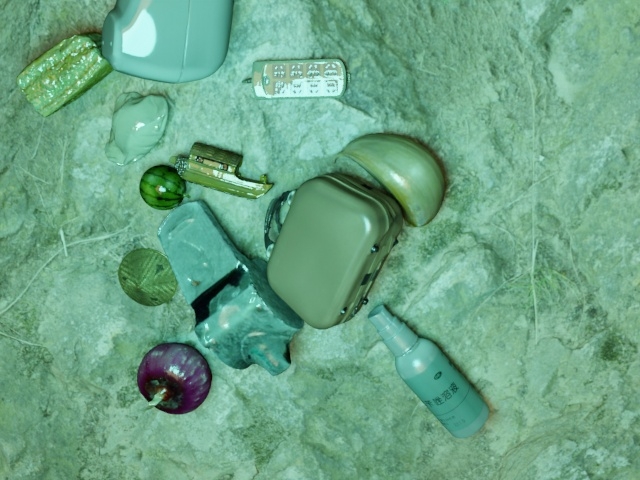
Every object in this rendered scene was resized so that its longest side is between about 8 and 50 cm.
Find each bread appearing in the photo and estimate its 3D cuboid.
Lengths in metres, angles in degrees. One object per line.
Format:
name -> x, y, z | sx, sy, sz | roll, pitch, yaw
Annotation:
bread -> -0.507, -0.348, 1.237 | 0.196, 0.138, 0.102 | -31, 112, 13

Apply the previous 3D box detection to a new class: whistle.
whistle -> -0.202, 0.107, 1.313 | 0.168, 0.188, 0.405 | -38, 102, 15

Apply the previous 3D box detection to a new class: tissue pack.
tissue pack -> -0.270, -0.461, 1.124 | 0.236, 0.229, 0.333 | -1, 107, -26

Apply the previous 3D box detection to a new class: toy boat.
toy boat -> -0.209, -0.150, 1.304 | 0.226, 0.068, 0.088 | 16, 100, 1

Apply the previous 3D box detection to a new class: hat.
hat -> -0.407, 0.096, 1.396 | 0.146, 0.067, 0.146 | 2, 107, 5

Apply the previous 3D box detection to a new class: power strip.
power strip -> -0.052, -0.331, 1.252 | 0.227, 0.029, 0.080 | 0, 107, 6

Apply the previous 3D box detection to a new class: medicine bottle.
medicine bottle -> 0.234, 0.287, 1.369 | 0.110, 0.110, 0.352 | -38, 100, 15

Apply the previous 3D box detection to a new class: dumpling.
dumpling -> -0.394, -0.253, 1.286 | 0.134, 0.100, 0.169 | 57, 132, 24

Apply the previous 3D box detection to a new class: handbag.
handbag -> 0.000, 0.000, 1.262 | 0.283, 0.149, 0.302 | 35, 120, 22

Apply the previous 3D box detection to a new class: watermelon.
watermelon -> -0.335, -0.112, 1.314 | 0.109, 0.109, 0.109 | 2, 107, 5

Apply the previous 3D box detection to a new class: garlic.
garlic -> 0.154, -0.133, 1.254 | 0.245, 0.145, 0.164 | 41, 137, -5

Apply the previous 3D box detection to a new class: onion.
onion -> -0.340, 0.322, 1.418 | 0.177, 0.153, 0.177 | -1, 98, -4
